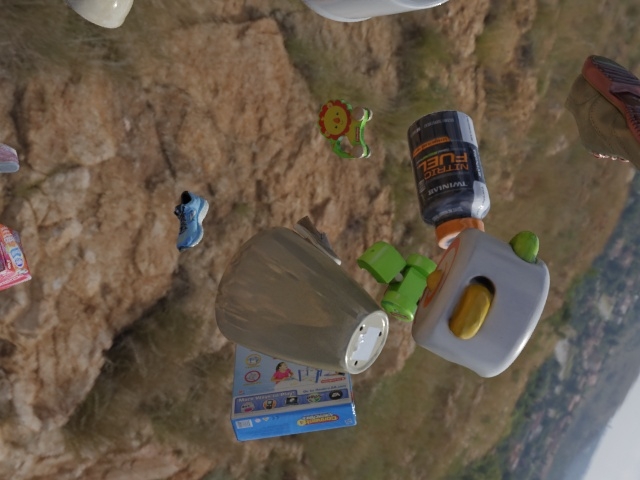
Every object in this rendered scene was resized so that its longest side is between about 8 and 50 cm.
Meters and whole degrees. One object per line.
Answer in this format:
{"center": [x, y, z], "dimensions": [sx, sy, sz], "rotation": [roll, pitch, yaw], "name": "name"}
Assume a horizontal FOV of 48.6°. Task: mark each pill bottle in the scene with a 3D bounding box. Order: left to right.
{"center": [0.242, -0.109, 1.323], "dimensions": [0.130, 0.131, 0.245], "rotation": [48, 32, -62], "name": "pill bottle"}

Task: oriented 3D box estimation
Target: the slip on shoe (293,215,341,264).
{"center": [0.000, 0.000, 1.529], "dimensions": [0.041, 0.135, 0.051], "rotation": [-46, 156, -2], "name": "slip on shoe"}

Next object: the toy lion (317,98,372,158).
{"center": [0.038, -0.189, 1.198], "dimensions": [0.034, 0.096, 0.100], "rotation": [-13, 105, -58], "name": "toy lion"}

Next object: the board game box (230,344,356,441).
{"center": [-0.072, 0.365, 1.868], "dimensions": [0.301, 0.309, 0.086], "rotation": [-94, 175, -56], "name": "board game box"}

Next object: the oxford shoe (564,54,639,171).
{"center": [0.543, -0.181, 1.248], "dimensions": [0.123, 0.348, 0.130], "rotation": [8, 133, -19], "name": "oxford shoe"}

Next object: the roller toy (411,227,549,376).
{"center": [0.219, 0.087, 1.016], "dimensions": [0.209, 0.146, 0.191], "rotation": [-63, 178, -38], "name": "roller toy"}

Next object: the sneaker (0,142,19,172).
{"center": [-0.836, -0.210, 1.792], "dimensions": [0.135, 0.070, 0.051], "rotation": [-2, 152, -24], "name": "sneaker"}

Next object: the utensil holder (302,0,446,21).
{"center": [0.131, -0.660, 1.579], "dimensions": [0.328, 0.385, 0.327], "rotation": [-6, 107, -20], "name": "utensil holder"}

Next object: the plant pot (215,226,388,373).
{"center": [-0.014, 0.139, 1.359], "dimensions": [0.257, 0.274, 0.256], "rotation": [-31, 133, -40], "name": "plant pot"}

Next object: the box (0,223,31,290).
{"center": [-0.784, 0.065, 1.531], "dimensions": [0.257, 0.122, 0.128], "rotation": [-21, 168, -2], "name": "box"}

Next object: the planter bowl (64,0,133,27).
{"center": [-0.438, -0.526, 1.425], "dimensions": [0.109, 0.162, 0.162], "rotation": [-39, 166, 28], "name": "planter bowl"}

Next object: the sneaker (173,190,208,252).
{"center": [-0.298, -0.043, 1.550], "dimensions": [0.073, 0.063, 0.162], "rotation": [44, 33, -37], "name": "sneaker"}

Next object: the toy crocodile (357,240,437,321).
{"center": [0.212, 0.128, 1.327], "dimensions": [0.115, 0.341, 0.105], "rotation": [-58, -168, -20], "name": "toy crocodile"}
